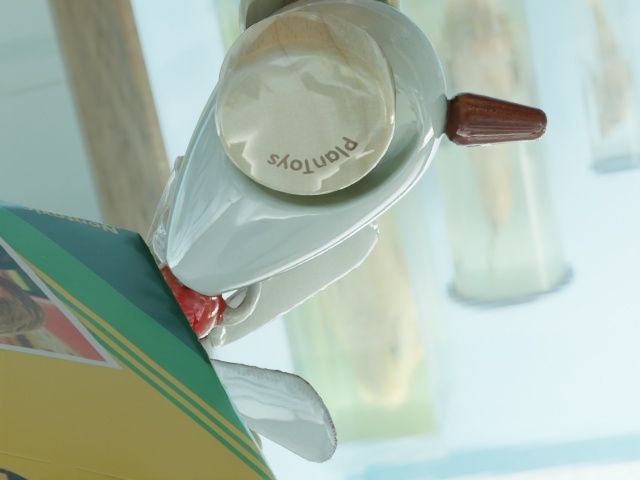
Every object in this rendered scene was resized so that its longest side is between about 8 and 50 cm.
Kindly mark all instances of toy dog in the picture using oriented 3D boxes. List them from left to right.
[{"bbox_3d":[0.000,0.000,1.004,0.161,0.334,0.220,19,-126,-6],"label":"toy dog"}]

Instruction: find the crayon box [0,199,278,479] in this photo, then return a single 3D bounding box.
[{"bbox_3d":[-0.195,0.057,0.512,0.363,0.106,0.313,13,-164,-22],"label":"crayon box"}]
